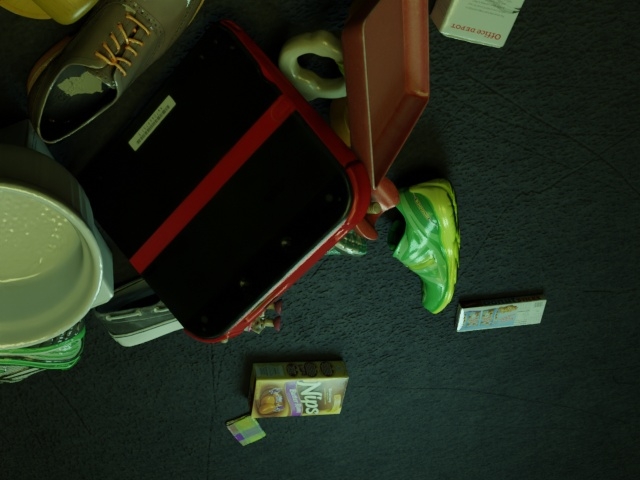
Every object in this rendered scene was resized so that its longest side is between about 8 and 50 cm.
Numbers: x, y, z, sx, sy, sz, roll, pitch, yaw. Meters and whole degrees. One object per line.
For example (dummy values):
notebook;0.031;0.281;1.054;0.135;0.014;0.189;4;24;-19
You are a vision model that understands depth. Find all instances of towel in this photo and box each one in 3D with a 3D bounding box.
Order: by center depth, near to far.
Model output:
towel;-0.154;0.392;1.789;0.060;0.009;0.083;-24;130;5

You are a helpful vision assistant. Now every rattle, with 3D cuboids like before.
rattle;-0.015;-0.278;1.275;0.130;0.143;0.199;10;162;-31

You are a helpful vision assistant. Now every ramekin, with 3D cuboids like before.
ramekin;-0.436;0.003;1.164;0.277;0.135;0.277;-7;128;-9

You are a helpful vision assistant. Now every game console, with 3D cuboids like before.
game console;-0.148;-0.069;1.258;0.386;0.060;0.342;-43;81;24

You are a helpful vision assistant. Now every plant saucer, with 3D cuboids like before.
plant saucer;0.093;-0.248;1.214;0.047;0.258;0.259;12;133;20

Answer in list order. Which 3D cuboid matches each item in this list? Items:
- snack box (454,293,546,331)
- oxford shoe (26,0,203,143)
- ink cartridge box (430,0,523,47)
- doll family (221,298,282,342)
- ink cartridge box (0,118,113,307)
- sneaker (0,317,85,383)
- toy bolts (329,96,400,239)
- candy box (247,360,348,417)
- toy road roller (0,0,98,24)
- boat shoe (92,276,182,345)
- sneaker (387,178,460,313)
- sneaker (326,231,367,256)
snack box;0.357;0.144;1.709;0.178;0.022;0.064;-5;130;-11
oxford shoe;-0.258;-0.266;1.152;0.130;0.133;0.363;33;114;-32
ink cartridge box;0.238;-0.367;1.241;0.109;0.063;0.151;8;126;-20
doll family;-0.135;0.025;1.378;0.163;0.118;0.263;6;105;-1
ink cartridge box;-0.472;-0.008;1.313;0.211;0.122;0.289;-20;130;1
sneaker;-0.568;0.192;1.443;0.343;0.134;0.146;-4;130;-11
toy bolts;0.014;-0.121;1.372;0.218;0.158;0.228;-52;121;-24
candy box;-0.045;0.295;1.711;0.186;0.053;0.109;-1;127;-15
toy road roller;-0.267;-0.391;0.979;0.329;0.241;0.202;-36;128;15
boat shoe;-0.243;0.080;1.460;0.301;0.108;0.102;-21;132;13
sneaker;0.183;0.007;1.520;0.123;0.109;0.296;2;133;14
sneaker;0.000;0.000;1.490;0.166;0.065;0.076;17;139;-22
